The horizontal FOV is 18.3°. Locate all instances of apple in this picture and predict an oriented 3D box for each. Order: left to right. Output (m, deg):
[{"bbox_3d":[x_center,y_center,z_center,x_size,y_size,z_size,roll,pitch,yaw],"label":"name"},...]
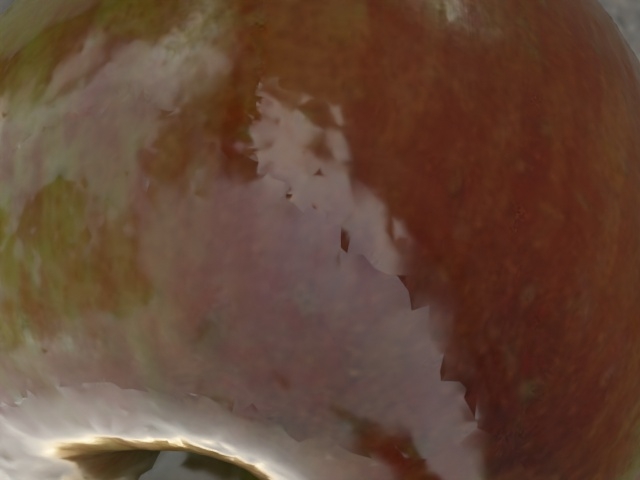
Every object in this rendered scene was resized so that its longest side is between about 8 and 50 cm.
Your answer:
[{"bbox_3d":[0.000,0.000,0.737,0.301,0.301,0.302,38,146,32],"label":"apple"}]
